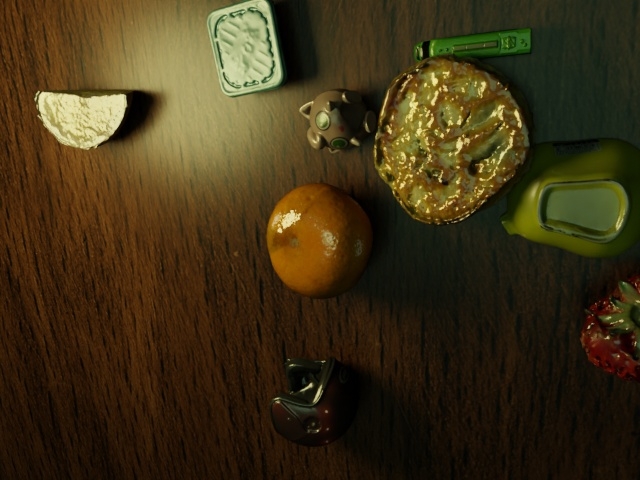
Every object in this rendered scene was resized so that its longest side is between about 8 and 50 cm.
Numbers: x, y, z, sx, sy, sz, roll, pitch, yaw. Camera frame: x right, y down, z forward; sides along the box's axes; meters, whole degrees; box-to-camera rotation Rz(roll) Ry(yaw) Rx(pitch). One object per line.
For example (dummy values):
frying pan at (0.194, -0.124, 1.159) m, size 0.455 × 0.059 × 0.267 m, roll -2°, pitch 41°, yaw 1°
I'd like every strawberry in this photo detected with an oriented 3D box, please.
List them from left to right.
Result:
strawberry at (0.567, 0.171, 0.992) m, size 0.184 × 0.187 × 0.201 m, roll -10°, pitch 141°, yaw 30°

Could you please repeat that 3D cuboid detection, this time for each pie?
pie at (0.242, -0.181, 1.028) m, size 0.315 × 0.092 × 0.315 m, roll 10°, pitch 110°, yaw 30°

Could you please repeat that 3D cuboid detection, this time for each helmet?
helmet at (-0.014, 0.362, 1.259) m, size 0.193 × 0.189 × 0.216 m, roll 38°, pitch 112°, yaw -4°

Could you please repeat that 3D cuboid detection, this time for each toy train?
toy train at (0.270, -0.349, 1.008) m, size 0.209 × 0.042 × 0.044 m, roll 0°, pitch 106°, yaw 21°

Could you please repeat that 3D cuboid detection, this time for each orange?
orange at (0.000, 0.000, 1.152) m, size 0.240 × 0.171 × 0.240 m, roll 8°, pitch 107°, yaw 27°

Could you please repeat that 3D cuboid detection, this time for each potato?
potato at (-0.531, -0.289, 1.313) m, size 0.243 × 0.098 × 0.138 m, roll 5°, pitch 112°, yaw 13°

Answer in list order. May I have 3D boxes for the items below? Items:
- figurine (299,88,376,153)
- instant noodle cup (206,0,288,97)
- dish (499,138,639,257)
figurine at (0.035, -0.234, 1.093) m, size 0.138 × 0.125 × 0.125 m, roll -16°, pitch 100°, yaw 43°
instant noodle cup at (-0.140, -0.393, 1.141) m, size 0.157 × 0.070 × 0.179 m, roll -5°, pitch 105°, yaw 24°
dish at (0.455, -0.068, 0.988) m, size 0.262 × 0.108 × 0.221 m, roll 9°, pitch 108°, yaw 19°
